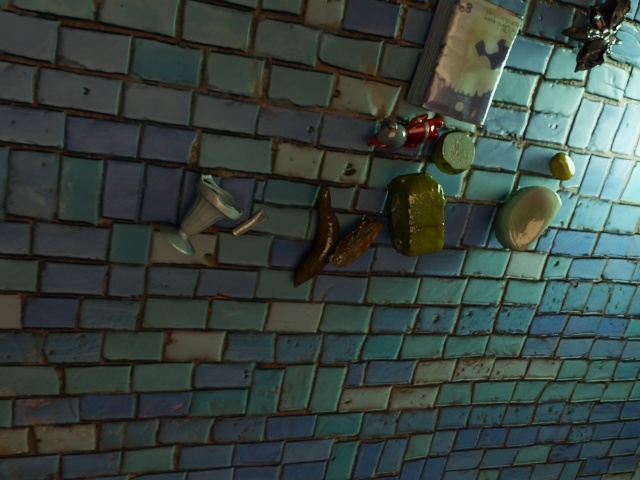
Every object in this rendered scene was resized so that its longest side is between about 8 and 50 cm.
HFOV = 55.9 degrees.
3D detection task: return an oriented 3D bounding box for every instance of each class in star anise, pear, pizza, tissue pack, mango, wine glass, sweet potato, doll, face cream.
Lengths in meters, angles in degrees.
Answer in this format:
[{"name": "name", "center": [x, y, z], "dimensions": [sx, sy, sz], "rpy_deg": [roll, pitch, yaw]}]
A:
[{"name": "star anise", "center": [0.887, -0.650, 1.918], "dimensions": [0.258, 0.111, 0.198], "rpy_deg": [-38, 120, -10]}, {"name": "pear", "center": [0.407, -0.274, 1.891], "dimensions": [0.141, 0.104, 0.140], "rpy_deg": [1, 87, -26]}, {"name": "pizza", "center": [0.112, 0.005, 1.883], "dimensions": [0.246, 0.058, 0.127], "rpy_deg": [-47, 158, -22]}, {"name": "tissue pack", "center": [0.422, -0.532, 1.773], "dimensions": [0.243, 0.125, 0.343], "rpy_deg": [11, 107, -25]}, {"name": "mango", "center": [0.836, -0.257, 2.087], "dimensions": [0.080, 0.060, 0.114], "rpy_deg": [-48, 116, -1]}, {"name": "wine glass", "center": [-0.333, -0.069, 1.660], "dimensions": [0.196, 0.165, 0.165], "rpy_deg": [-42, 120, 7]}, {"name": "sweet potato", "center": [0.006, -0.003, 1.850], "dimensions": [0.109, 0.079, 0.345], "rpy_deg": [-4, 118, -41]}, {"name": "doll", "center": [0.250, -0.317, 1.817], "dimensions": [0.245, 0.076, 0.142], "rpy_deg": [-13, 147, -14]}, {"name": "face cream", "center": [-0.209, -0.049, 1.788], "dimensions": [0.115, 0.020, 0.038], "rpy_deg": [-33, 118, -7]}]

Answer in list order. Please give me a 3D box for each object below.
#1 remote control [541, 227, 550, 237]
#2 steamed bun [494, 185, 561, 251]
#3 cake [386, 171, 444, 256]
[{"name": "remote control", "center": [0.791, -0.041, 2.185], "dimensions": [0.096, 0.014, 0.039], "rpy_deg": [21, 102, -26]}, {"name": "steamed bun", "center": [0.679, -0.087, 2.044], "dimensions": [0.153, 0.170, 0.238], "rpy_deg": [40, 91, -6]}, {"name": "cake", "center": [0.290, -0.085, 1.879], "dimensions": [0.156, 0.179, 0.260], "rpy_deg": [-10, 111, -18]}]
